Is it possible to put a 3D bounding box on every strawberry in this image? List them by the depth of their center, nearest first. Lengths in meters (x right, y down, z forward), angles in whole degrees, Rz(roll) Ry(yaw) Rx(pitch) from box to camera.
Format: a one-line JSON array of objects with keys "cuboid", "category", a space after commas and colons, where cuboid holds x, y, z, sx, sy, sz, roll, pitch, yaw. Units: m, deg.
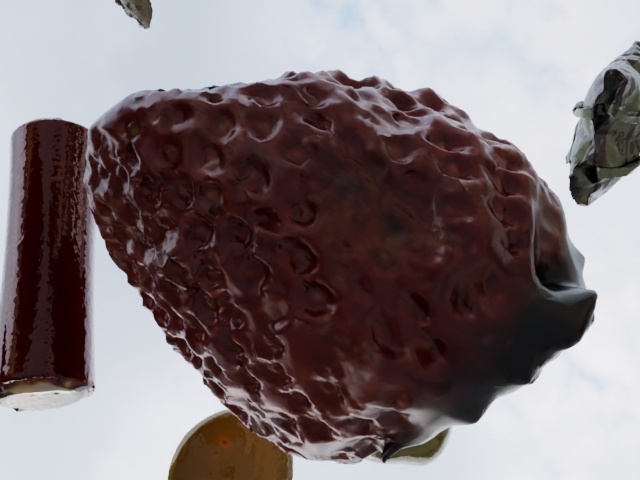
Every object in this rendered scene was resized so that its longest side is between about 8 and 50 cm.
[{"cuboid": [0.013, 0.001, 0.545, 0.292, 0.292, 0.310, -33, -99, -23], "category": "strawberry"}]

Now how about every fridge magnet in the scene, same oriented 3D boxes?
[{"cuboid": [-0.096, 0.251, 0.777, 0.143, 0.063, 0.143, -1, -87, -27], "category": "fridge magnet"}]

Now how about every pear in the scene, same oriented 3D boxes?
[{"cuboid": [0.115, 0.261, 1.146, 0.200, 0.200, 0.200, -2, -87, -28], "category": "pear"}]

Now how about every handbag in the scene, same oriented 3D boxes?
[{"cuboid": [0.443, -0.173, 1.077, 0.235, 0.127, 0.213, -37, -45, -52], "category": "handbag"}]

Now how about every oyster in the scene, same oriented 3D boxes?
[{"cuboid": [-0.225, -0.280, 0.835, 0.083, 0.019, 0.054, 24, -123, -67], "category": "oyster"}]

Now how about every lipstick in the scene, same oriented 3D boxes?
[{"cuboid": [-0.222, 0.014, 0.592, 0.080, 0.080, 0.241, 7, -120, -28], "category": "lipstick"}]
